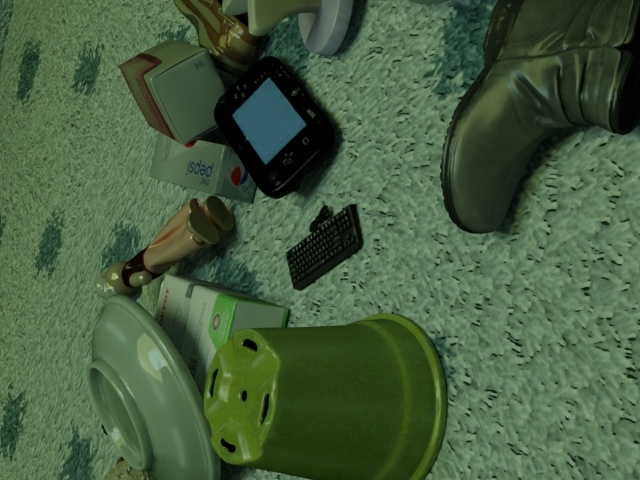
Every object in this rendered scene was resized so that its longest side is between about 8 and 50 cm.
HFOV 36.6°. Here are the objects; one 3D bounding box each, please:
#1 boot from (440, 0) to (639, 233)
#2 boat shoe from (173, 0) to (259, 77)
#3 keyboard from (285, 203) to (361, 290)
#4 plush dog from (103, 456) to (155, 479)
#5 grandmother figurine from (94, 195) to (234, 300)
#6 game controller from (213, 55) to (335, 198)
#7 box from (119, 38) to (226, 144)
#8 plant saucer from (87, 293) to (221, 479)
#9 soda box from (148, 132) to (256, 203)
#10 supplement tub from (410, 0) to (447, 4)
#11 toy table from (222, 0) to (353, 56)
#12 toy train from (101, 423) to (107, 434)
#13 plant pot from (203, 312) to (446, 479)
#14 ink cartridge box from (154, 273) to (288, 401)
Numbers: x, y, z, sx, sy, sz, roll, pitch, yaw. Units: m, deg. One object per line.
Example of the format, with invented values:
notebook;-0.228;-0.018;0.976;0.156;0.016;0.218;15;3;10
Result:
boot;0.281;-0.151;1.178;0.223;0.118;0.338;22;103;49
boat shoe;-0.197;-0.464;1.927;0.120;0.123;0.324;-49;53;27
keyboard;0.000;0.000;1.591;0.180;0.023;0.108;-36;53;42
plush dog;-0.392;0.517;1.864;0.225;0.210;0.262;-50;38;-1
grandmother figurine;-0.319;0.029;1.897;0.342;0.208;0.104;-31;92;33
game controller;-0.085;-0.207;1.710;0.166;0.067;0.319;-50;43;15
box;-0.285;-0.297;1.907;0.232;0.127;0.148;31;149;60
plant saucer;-0.324;0.295;1.725;0.400;0.101;0.400;39;142;39
soda box;-0.229;-0.145;1.886;0.286;0.091;0.098;18;95;54
supplement tub;0.106;-0.497;1.410;0.228;0.228;0.316;-60;39;24
toy table;-0.051;-0.453;1.650;0.252;0.161;0.274;-51;40;47
toy train;-0.429;0.361;2.072;0.158;0.027;0.036;-57;44;27
plant pot;-0.012;0.223;1.344;0.276;0.254;0.276;-20;64;51
ink cartridge box;-0.192;0.183;1.721;0.273;0.115;0.198;14;92;55
